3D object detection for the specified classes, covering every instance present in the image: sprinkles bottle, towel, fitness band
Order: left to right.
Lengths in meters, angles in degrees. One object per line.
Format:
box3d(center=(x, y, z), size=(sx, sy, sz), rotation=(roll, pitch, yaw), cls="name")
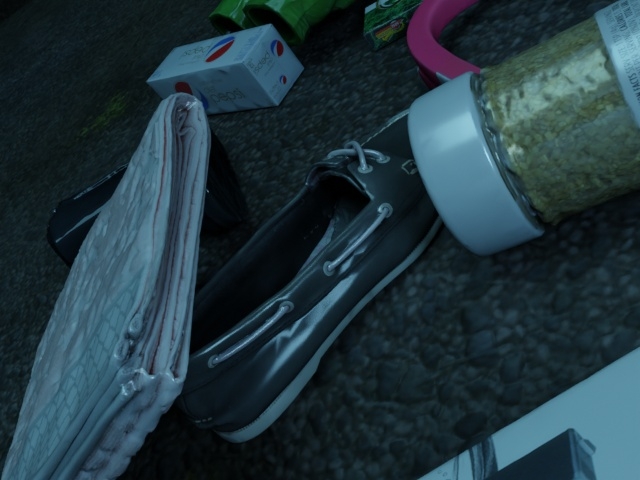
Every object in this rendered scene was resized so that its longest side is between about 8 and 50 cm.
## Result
box3d(center=(-0.184, 0.084, 0.629), size=(0.332, 0.053, 0.317), rotation=(-53, 25, 31), cls="towel")
box3d(center=(0.192, -0.190, 0.676), size=(0.209, 0.054, 0.291), rotation=(-37, 34, 3), cls="fitness band")
box3d(center=(0.232, -0.106, 0.471), size=(0.355, 0.121, 0.121), rotation=(-24, 37, 25), cls="sprinkles bottle")

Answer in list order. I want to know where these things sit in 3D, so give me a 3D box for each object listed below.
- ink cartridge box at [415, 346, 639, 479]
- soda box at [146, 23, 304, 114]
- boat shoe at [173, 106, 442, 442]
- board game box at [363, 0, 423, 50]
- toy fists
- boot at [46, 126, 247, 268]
box3d(center=(0.086, 0.181, 0.280), size=(0.273, 0.114, 0.197), rotation=(-34, 25, 11), cls="ink cartridge box")
box3d(center=(-0.126, -0.210, 0.999), size=(0.216, 0.074, 0.069), rotation=(4, 54, 47), cls="soda box")
box3d(center=(0.000, 0.000, 0.610), size=(0.112, 0.095, 0.335), rotation=(16, 64, 52), cls="boat shoe")
box3d(center=(0.164, -0.311, 0.859), size=(0.260, 0.030, 0.136), rotation=(-24, 39, 25), cls="board game box")
box3d(center=(-0.039, -0.317, 1.006), size=(0.142, 0.096, 0.279), rotation=(-53, 25, -6), cls="toy fists")
box3d(center=(-0.191, -0.029, 0.837), size=(0.207, 0.094, 0.246), rotation=(-35, 27, 4), cls="boot")
